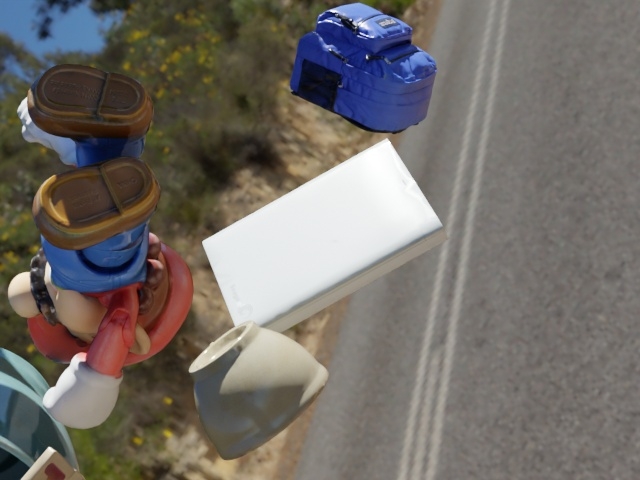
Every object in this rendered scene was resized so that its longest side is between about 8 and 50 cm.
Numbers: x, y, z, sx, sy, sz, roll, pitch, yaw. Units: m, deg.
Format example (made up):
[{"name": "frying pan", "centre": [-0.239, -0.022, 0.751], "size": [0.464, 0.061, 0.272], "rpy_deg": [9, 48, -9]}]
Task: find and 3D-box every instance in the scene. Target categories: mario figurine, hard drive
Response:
[{"name": "mario figurine", "centre": [-0.195, 0.013, 0.853], "size": [0.198, 0.170, 0.320], "rpy_deg": [-60, -8, -28]}, {"name": "hard drive", "centre": [0.000, 0.000, 1.554], "size": [0.307, 0.040, 0.203], "rpy_deg": [-29, 46, 2]}]

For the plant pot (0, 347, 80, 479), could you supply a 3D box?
[{"name": "plant pot", "centre": [-0.342, 0.225, 1.016], "size": [0.272, 0.271, 0.255], "rpy_deg": [-57, 16, 12]}]

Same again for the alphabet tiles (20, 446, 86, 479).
[{"name": "alphabet tiles", "centre": [-0.228, 0.245, 0.706], "size": [0.237, 0.009, 0.198], "rpy_deg": [-51, -25, -20]}]

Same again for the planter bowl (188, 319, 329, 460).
[{"name": "planter bowl", "centre": [-0.087, 0.164, 1.318], "size": [0.162, 0.109, 0.162], "rpy_deg": [-37, 9, 7]}]

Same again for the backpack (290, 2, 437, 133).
[{"name": "backpack", "centre": [0.045, -0.158, 1.040], "size": [0.098, 0.120, 0.101], "rpy_deg": [-30, -37, -43]}]
